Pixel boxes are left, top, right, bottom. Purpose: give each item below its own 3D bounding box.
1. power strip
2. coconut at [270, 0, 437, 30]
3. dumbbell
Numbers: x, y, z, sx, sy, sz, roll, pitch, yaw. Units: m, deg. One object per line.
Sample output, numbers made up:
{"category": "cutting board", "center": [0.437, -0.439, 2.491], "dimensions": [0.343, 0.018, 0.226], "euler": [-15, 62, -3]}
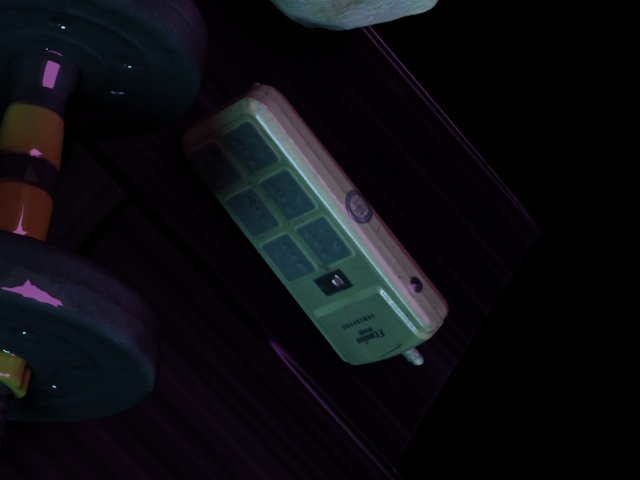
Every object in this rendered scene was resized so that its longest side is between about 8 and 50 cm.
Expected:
{"category": "power strip", "center": [0.000, 0.000, 0.972], "dimensions": [0.169, 0.076, 0.028], "euler": [51, 51, -10]}
{"category": "coconut", "center": [0.009, -0.166, 1.022], "dimensions": [0.110, 0.124, 0.110], "euler": [-11, 90, -79]}
{"category": "dumbbell", "center": [-0.129, -0.026, 0.834], "dimensions": [0.143, 0.143, 0.326], "euler": [24, 59, -30]}
